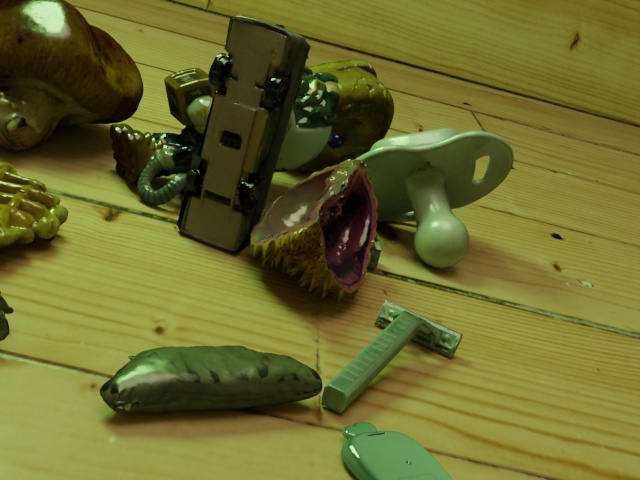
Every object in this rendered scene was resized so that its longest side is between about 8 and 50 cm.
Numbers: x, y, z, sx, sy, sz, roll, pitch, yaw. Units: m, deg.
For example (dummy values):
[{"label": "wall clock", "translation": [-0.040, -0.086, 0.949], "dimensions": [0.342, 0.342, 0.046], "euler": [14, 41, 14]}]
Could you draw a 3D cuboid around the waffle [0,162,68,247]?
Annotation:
[{"label": "waffle", "translation": [-0.468, -0.055, 1.257], "dimensions": [0.282, 0.058, 0.301], "euler": [19, 17, 16]}]

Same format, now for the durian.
[{"label": "durian", "translation": [-0.012, -0.014, 1.390], "dimensions": [0.186, 0.153, 0.260], "euler": [6, 27, 29]}]

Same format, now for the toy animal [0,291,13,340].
[{"label": "toy animal", "translation": [-0.380, 0.047, 1.078], "dimensions": [0.105, 0.070, 0.202], "euler": [18, 10, -24]}]

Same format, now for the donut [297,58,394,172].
[{"label": "donut", "translation": [0.014, -0.225, 1.891], "dimensions": [0.261, 0.208, 0.128], "euler": [-16, 48, -34]}]

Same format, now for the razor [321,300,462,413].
[{"label": "razor", "translation": [0.075, 0.129, 1.185], "dimensions": [0.111, 0.056, 0.278], "euler": [24, 21, 19]}]

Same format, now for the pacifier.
[{"label": "pacifier", "translation": [0.174, -0.054, 1.626], "dimensions": [0.299, 0.244, 0.233], "euler": [-10, 56, -4]}]

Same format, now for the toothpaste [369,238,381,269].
[{"label": "toothpaste", "translation": [0.000, 0.000, 1.510], "dimensions": [0.178, 0.037, 0.043], "euler": [14, 18, -5]}]

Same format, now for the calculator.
[{"label": "calculator", "translation": [0.074, 0.220, 0.986], "dimensions": [0.095, 0.021, 0.153], "euler": [2, 27, -36]}]

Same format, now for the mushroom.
[{"label": "mushroom", "translation": [-0.466, -0.253, 1.654], "dimensions": [0.345, 0.259, 0.345], "euler": [11, -8, 2]}]

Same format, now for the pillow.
[{"label": "pillow", "translation": [-0.114, 0.135, 1.030], "dimensions": [0.241, 0.051, 0.093], "euler": [0, 25, -33]}]

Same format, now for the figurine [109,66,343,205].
[{"label": "figurine", "translation": [-0.141, -0.191, 1.637], "dimensions": [0.382, 0.186, 0.261], "euler": [-13, 35, -24]}]

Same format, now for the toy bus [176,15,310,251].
[{"label": "toy bus", "translation": [-0.101, -0.150, 1.423], "dimensions": [0.112, 0.317, 0.138], "euler": [23, 17, 14]}]
